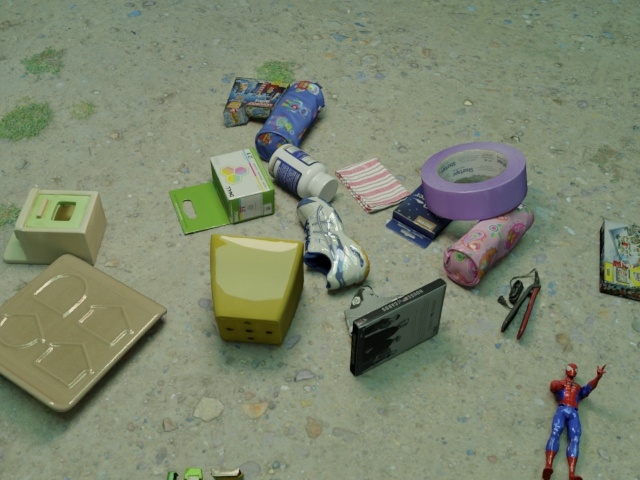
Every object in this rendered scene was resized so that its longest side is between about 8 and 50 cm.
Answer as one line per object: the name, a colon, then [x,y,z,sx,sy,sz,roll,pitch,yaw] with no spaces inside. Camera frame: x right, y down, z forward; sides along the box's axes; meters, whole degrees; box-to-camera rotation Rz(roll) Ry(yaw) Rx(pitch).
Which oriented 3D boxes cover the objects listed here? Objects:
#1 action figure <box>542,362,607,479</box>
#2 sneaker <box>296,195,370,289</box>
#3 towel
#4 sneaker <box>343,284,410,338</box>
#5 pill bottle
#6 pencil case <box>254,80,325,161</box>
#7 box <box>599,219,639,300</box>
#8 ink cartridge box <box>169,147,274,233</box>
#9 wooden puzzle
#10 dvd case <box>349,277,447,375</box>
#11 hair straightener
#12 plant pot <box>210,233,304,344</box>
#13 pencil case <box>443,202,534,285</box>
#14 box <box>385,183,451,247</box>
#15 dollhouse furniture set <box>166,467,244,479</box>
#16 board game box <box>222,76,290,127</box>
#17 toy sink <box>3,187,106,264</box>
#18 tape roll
action figure: [0.531,0.356,1.456,0.091,0.139,0.280,15,46,9]
sneaker: [0.000,0.000,1.771,0.130,0.112,0.296,-23,52,-21]
towel: [0.149,-0.165,1.986,0.144,0.029,0.197,-21,51,-21]
sneaker: [0.156,0.141,1.643,0.228,0.086,0.132,-24,43,0]
pill bottle: [-0.046,-0.181,1.935,0.186,0.112,0.112,36,55,27]
pencil case: [-0.084,-0.361,2.095,0.133,0.119,0.306,22,50,7]
box: [0.815,0.054,1.804,0.159,0.044,0.233,13,48,10]
ink cartridge box: [-0.273,-0.137,1.894,0.255,0.097,0.189,-15,50,-17]
wooden puzzle: [-0.577,0.207,1.580,0.322,0.081,0.348,26,47,19]
dvd case: [0.174,0.195,1.551,0.238,0.179,0.029,-23,49,-23]
hair straightener: [0.485,0.142,1.705,0.089,0.047,0.230,23,50,17]
plant pot: [-0.153,0.124,1.597,0.212,0.212,0.187,5,60,2]
pencil case: [0.433,-0.003,1.786,0.124,0.124,0.284,33,54,25]
box: [0.296,-0.081,1.911,0.136,0.037,0.225,31,54,24]
dollhouse furniture set: [-0.224,0.480,1.347,0.151,0.076,0.059,-1,60,-1]
board game box: [-0.216,-0.429,2.177,0.194,0.060,0.194,11,50,21]
toy sink: [-0.685,-0.038,1.758,0.234,0.131,0.153,2,47,0]
tape roll: [0.409,-0.163,1.849,0.274,0.090,0.275,-11,32,7]
